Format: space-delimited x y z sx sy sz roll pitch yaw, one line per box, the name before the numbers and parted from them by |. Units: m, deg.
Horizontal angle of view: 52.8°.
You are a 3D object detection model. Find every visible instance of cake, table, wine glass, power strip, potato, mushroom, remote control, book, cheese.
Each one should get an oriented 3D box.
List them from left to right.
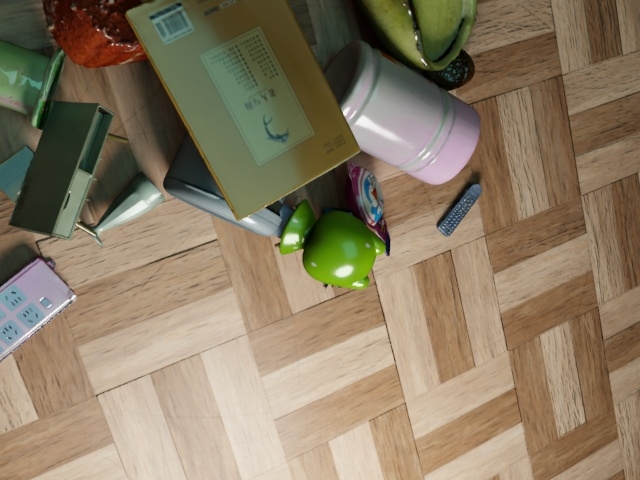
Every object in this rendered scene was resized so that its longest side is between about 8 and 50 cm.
power strip | -0.590 0.150 1.195 0.279 0.037 0.109 -42 111 -13
table | -0.439 -0.117 1.160 0.111 0.122 0.240 32 72 -58
wine glass | -0.382 -0.061 1.242 0.155 0.073 0.073 -39 111 -12
cake | -0.335 -0.408 1.122 0.283 0.151 0.177 -27 103 -45
book | -0.119 -0.262 1.103 0.269 0.032 0.389 -30 105 -16
cheese | 0.114 -0.072 1.443 0.062 0.155 0.244 -15 124 21
potato | 0.178 -0.507 1.374 0.330 0.213 0.280 -31 122 -43
mushroom | 0.298 -0.397 1.492 0.126 0.085 0.109 -40 111 -20
remote control | 0.346 -0.078 1.595 0.043 0.027 0.152 43 81 -30

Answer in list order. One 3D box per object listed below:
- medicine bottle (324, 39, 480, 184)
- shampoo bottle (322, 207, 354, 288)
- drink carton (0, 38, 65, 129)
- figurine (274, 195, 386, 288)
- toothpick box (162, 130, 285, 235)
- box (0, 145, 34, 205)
medicine bottle | 0.161 -0.268 1.384 0.316 0.202 0.202 24 88 -25
shampoo bottle | 0.037 0.019 1.454 0.087 0.050 0.183 3 96 -27
drink carton | -0.532 -0.284 1.108 0.142 0.146 0.144 19 90 -17
figurine | 0.000 0.000 1.358 0.263 0.143 0.162 26 95 7
toothpick box | -0.140 -0.214 1.248 0.263 0.263 0.354 26 86 -25
box | -0.532 -0.098 1.193 0.090 0.023 0.133 -43 112 -11
